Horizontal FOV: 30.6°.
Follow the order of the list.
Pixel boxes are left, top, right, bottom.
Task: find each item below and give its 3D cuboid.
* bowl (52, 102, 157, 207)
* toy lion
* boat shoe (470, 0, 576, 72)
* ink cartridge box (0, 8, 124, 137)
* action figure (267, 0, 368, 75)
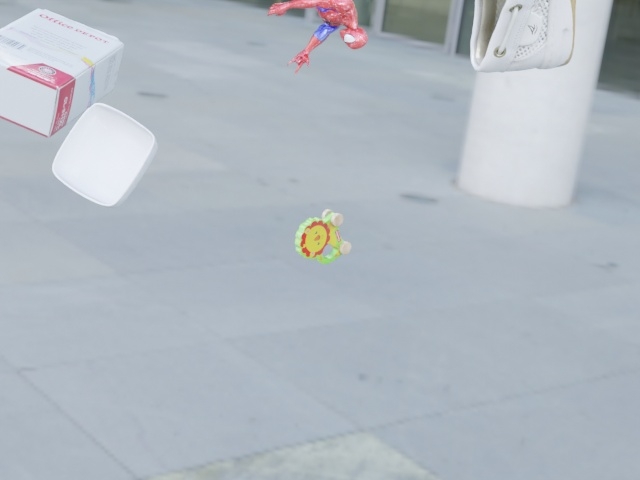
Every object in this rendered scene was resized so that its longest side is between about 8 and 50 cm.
[{"bbox_3d":[-0.327,-0.126,1.808,0.142,0.142,0.053,31,-5,20],"label":"bowl"},{"bbox_3d":[0.000,0.000,1.981,0.096,0.100,0.034,-37,40,-24],"label":"toy lion"},{"bbox_3d":[0.151,-0.249,0.939,0.096,0.277,0.098,-15,39,-6],"label":"boat shoe"},{"bbox_3d":[-0.338,-0.208,1.429,0.127,0.072,0.175,23,31,7],"label":"ink cartridge box"},{"bbox_3d":[-0.052,-0.359,1.691,0.280,0.139,0.091,47,1,12],"label":"action figure"}]
